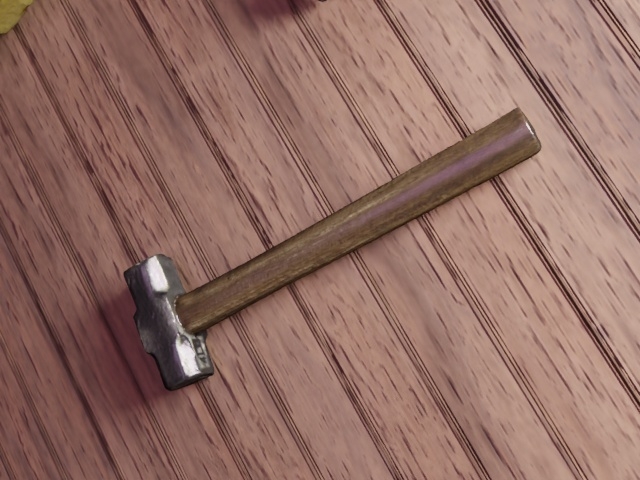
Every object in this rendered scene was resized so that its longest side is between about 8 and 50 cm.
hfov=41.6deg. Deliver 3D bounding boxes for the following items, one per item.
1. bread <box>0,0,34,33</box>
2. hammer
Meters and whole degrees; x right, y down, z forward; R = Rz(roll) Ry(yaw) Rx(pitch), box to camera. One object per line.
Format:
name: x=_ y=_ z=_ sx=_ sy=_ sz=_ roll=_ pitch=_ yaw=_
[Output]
bread: x=-0.358 y=-0.242 z=0.812 sx=0.361 sy=0.077 sz=0.138 roll=-39 pitch=73 yaw=22
hammer: x=0.000 y=0.000 z=0.660 sx=0.365 sy=0.043 sz=0.111 roll=-28 pitch=77 yaw=22
